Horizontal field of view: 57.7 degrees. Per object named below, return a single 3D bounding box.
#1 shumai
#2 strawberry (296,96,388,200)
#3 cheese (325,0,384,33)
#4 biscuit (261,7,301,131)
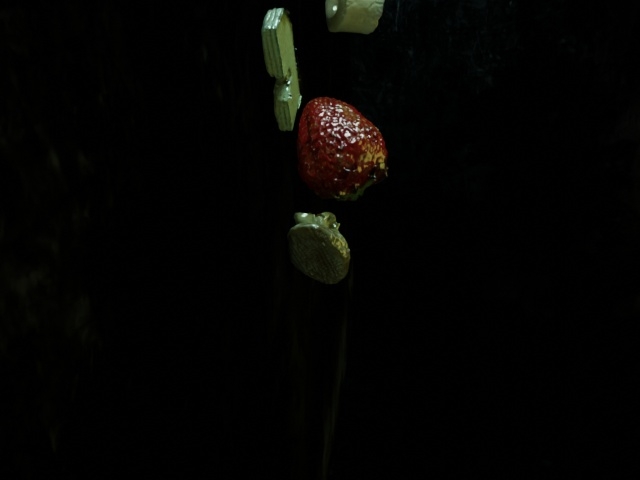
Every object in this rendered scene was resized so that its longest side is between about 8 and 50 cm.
[{"bbox_3d":[0.000,0.000,1.444,0.153,0.161,0.210,-79,150,-41],"label":"shumai"},{"bbox_3d":[0.037,-0.246,1.538,0.238,0.250,0.289,-15,84,-49],"label":"strawberry"},{"bbox_3d":[0.114,-0.903,2.031,0.292,0.153,0.333,-141,-127,-72],"label":"cheese"},{"bbox_3d":[-0.079,-0.364,1.213,0.250,0.046,0.147,83,11,-50],"label":"biscuit"}]
